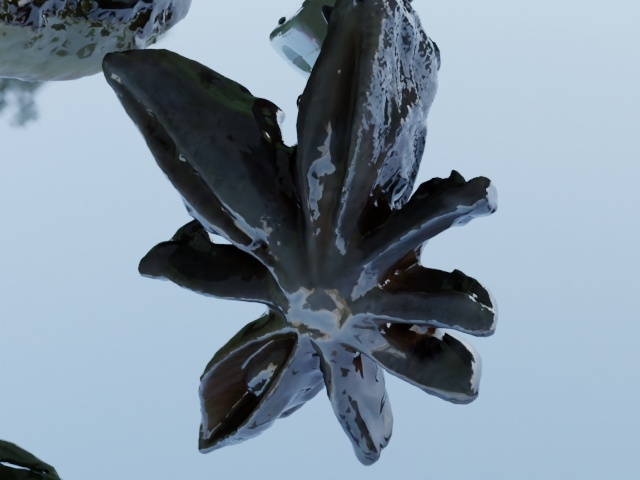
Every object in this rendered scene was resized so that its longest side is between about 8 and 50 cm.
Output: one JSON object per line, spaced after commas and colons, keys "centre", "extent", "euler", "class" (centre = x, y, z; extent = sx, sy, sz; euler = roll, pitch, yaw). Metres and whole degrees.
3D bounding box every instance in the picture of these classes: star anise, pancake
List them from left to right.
{"centre": [-0.152, -0.207, 0.848], "extent": [0.057, 0.245, 0.266], "euler": [-3, -152, 26], "class": "pancake"}
{"centre": [0.000, -0.005, 0.745], "extent": [0.198, 0.258, 0.110], "euler": [-1, -158, 26], "class": "star anise"}

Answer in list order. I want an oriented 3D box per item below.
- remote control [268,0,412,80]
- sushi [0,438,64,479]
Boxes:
{"centre": [0.103, -0.231, 0.901], "extent": [0.344, 0.050, 0.145], "euler": [-47, -172, -3], "class": "remote control"}
{"centre": [-0.105, 0.205, 0.363], "extent": [0.351, 0.294, 0.178], "euler": [3, -169, -24], "class": "sushi"}
